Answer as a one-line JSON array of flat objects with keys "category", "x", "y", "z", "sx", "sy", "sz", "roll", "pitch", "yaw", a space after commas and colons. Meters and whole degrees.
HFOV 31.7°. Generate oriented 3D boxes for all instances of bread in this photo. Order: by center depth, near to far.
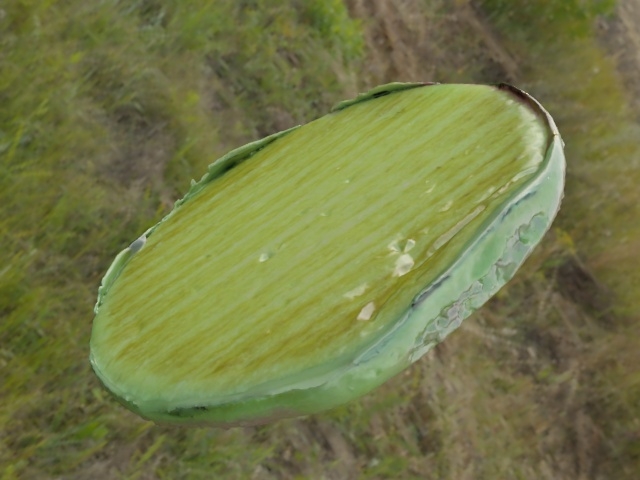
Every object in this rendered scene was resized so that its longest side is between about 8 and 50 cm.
[{"category": "bread", "x": -0.005, "y": 0.000, "z": 0.651, "sx": 0.045, "sy": 0.301, "sz": 0.301, "roll": 62, "pitch": 24, "yaw": -28}]
